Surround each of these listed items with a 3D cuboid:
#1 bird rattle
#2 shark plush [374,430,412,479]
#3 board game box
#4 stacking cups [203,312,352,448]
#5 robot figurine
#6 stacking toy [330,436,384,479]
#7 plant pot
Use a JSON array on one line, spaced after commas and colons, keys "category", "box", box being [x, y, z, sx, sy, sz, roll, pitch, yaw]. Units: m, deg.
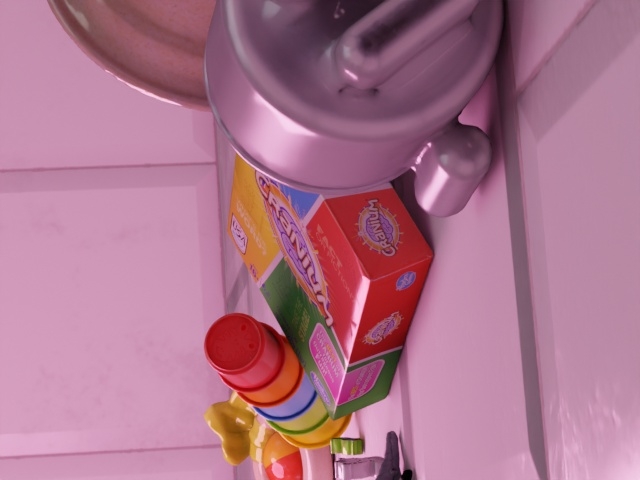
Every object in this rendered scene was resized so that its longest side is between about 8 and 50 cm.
[{"category": "bird rattle", "box": [-0.049, 0.291, 2.379, 0.207, 0.143, 0.253, 131, 136, -55]}, {"category": "shark plush", "box": [0.076, 0.243, 1.782, 0.161, 0.073, 0.067, -68, 5, -54]}, {"category": "board game box", "box": [0.000, 0.000, 1.797, 0.242, 0.064, 0.316, 60, 162, 22]}, {"category": "stacking cups", "box": [-0.053, 0.148, 1.997, 0.316, 0.096, 0.096, 42, -139, -67]}, {"category": "robot figurine", "box": [0.019, -0.146, 1.413, 0.300, 0.200, 0.353, 55, 168, 3]}, {"category": "stacking toy", "box": [0.033, 0.301, 2.006, 0.221, 0.052, 0.167, -162, 70, -83]}, {"category": "plant pot", "box": [-0.070, -0.336, 1.743, 0.305, 0.334, 0.333, 121, 147, -56]}]
